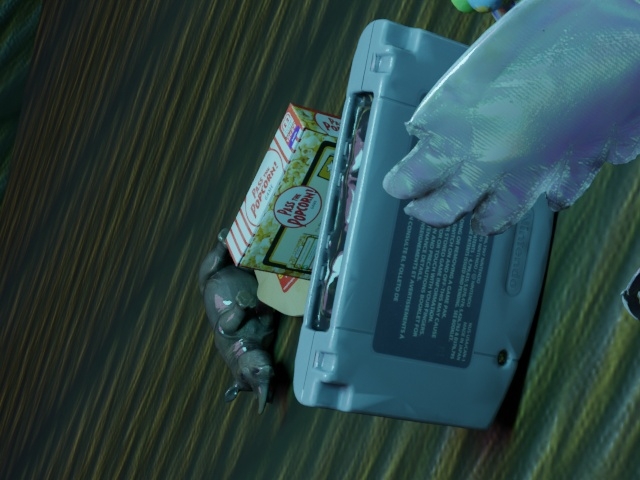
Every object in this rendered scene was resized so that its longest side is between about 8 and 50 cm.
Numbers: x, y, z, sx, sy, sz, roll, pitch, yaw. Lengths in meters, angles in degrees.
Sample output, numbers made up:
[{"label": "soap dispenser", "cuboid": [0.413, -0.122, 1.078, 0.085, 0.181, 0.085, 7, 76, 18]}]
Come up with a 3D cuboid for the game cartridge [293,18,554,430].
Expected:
[{"label": "game cartridge", "cuboid": [0.093, -0.004, 1.018, 0.062, 0.198, 0.297, 7, 85, 53]}]

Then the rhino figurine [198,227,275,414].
[{"label": "rhino figurine", "cuboid": [-0.084, 0.091, 1.437, 0.106, 0.073, 0.243, -60, 34, 41]}]

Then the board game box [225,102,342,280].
[{"label": "board game box", "cuboid": [0.033, -0.028, 1.145, 0.147, 0.193, 0.045, -62, 32, 25]}]

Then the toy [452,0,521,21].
[{"label": "toy", "cuboid": [0.173, -0.192, 1.021, 0.056, 0.137, 0.237, -41, 25, -11]}]

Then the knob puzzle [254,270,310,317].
[{"label": "knob puzzle", "cuboid": [0.000, 0.000, 1.357, 0.213, 0.030, 0.213, -25, 55, 42]}]

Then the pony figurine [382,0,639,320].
[{"label": "pony figurine", "cuboid": [0.261, -0.079, 0.719, 0.351, 0.303, 0.363, -57, 46, 15]}]
